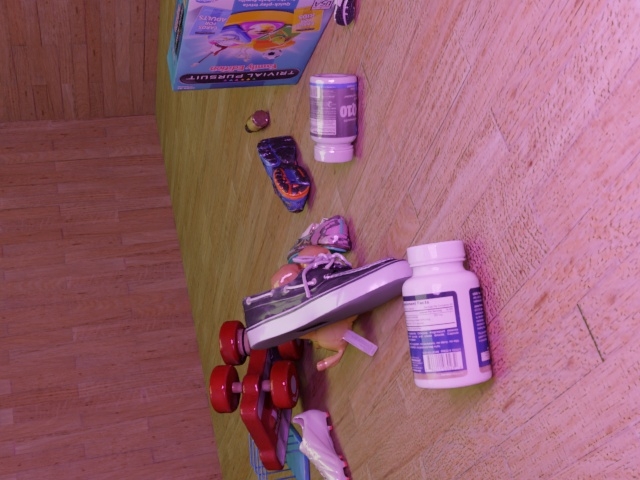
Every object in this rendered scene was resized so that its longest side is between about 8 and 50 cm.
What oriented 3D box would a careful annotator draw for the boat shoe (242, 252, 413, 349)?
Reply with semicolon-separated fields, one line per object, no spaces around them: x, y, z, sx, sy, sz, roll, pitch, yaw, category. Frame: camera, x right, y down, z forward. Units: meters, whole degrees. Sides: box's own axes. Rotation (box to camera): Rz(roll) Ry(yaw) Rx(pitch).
0.003;0.072;1.189;0.306;0.113;0.104;-28;71;37;boat shoe

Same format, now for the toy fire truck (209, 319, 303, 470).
-0.114;0.314;1.722;0.302;0.170;0.253;-83;-17;-48;toy fire truck

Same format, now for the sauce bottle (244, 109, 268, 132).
-0.156;-0.279;1.873;0.128;0.042;0.042;170;94;-71;sauce bottle

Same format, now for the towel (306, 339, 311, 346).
-0.028;0.180;1.681;0.060;0.010;0.083;125;136;-66;towel

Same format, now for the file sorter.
-0.100;0.520;1.872;0.170;0.105;0.118;-150;57;-69;file sorter

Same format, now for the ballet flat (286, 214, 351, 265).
0.000;0.000;1.450;0.221;0.077;0.079;150;131;-66;ballet flat

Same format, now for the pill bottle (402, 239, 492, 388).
0.149;0.088;0.949;0.094;0.094;0.169;162;102;-72;pill bottle

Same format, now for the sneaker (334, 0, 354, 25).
0.040;-0.392;1.223;0.043;0.040;0.109;-98;19;-44;sneaker

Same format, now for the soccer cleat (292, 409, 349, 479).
-0.001;0.428;1.569;0.068;0.076;0.196;102;155;-44;soccer cleat

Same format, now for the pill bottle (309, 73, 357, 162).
0.021;-0.200;1.281;0.078;0.078;0.137;-138;44;-65;pill bottle

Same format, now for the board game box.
-0.129;-0.380;1.403;0.336;0.254;0.079;132;129;-68;board game box

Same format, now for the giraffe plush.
0.002;0.117;1.378;0.210;0.181;0.170;49;176;-5;giraffe plush

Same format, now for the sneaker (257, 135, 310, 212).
-0.079;-0.139;1.627;0.221;0.083;0.087;-109;13;-45;sneaker
